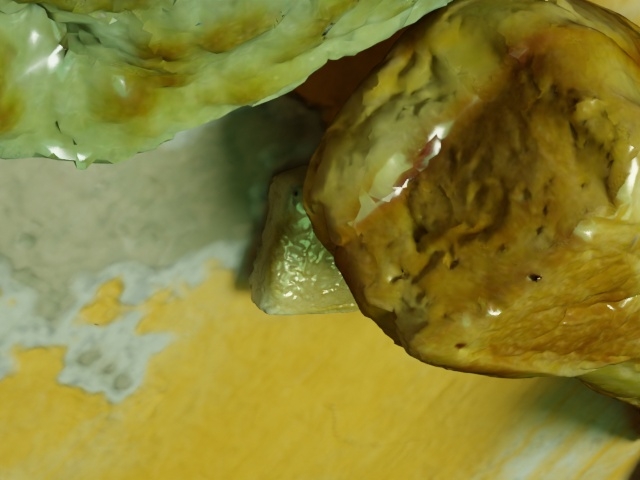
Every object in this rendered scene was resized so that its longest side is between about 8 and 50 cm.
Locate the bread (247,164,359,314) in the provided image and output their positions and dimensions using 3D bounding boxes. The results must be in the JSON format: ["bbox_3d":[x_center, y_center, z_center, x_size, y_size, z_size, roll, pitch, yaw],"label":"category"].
[{"bbox_3d":[0.000,0.000,0.954,0.070,0.035,0.083,-6,121,-26],"label":"bread"}]

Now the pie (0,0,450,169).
[{"bbox_3d":[-0.049,-0.201,0.669,0.395,0.180,0.418,-33,141,-4],"label":"pie"}]

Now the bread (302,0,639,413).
[{"bbox_3d":[0.147,-0.011,0.928,0.195,0.149,0.344,-39,149,23],"label":"bread"}]
